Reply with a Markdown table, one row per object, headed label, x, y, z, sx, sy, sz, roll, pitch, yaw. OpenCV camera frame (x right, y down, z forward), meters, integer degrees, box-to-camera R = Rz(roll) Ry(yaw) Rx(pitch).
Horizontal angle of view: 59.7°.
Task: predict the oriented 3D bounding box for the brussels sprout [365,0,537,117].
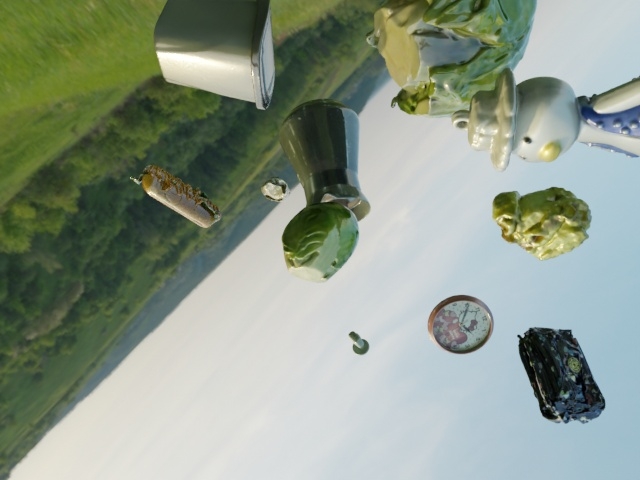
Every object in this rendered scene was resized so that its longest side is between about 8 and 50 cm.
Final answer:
| label | x | y | z | sx | sy | sz | roll | pitch | yaw |
| --- | --- | --- | --- | --- | --- | --- | --- | --- | --- |
| brussels sprout | 0.338 | -0.524 | 1.377 | 0.361 | 0.342 | 0.425 | -28 | 152 | -14 |

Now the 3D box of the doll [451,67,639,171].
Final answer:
| label | x | y | z | sx | sy | sz | roll | pitch | yaw |
| --- | --- | --- | --- | --- | --- | --- | --- | --- | --- |
| doll | 0.296 | -0.136 | 0.619 | 0.138 | 0.293 | 0.119 | 61 | 32 | -72 |

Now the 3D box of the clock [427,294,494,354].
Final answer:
| label | x | y | z | sx | sy | sz | roll | pitch | yaw |
| --- | --- | --- | --- | --- | --- | --- | --- | --- | --- |
| clock | 0.522 | 0.315 | 2.078 | 0.244 | 0.244 | 0.056 | -43 | -171 | 14 |

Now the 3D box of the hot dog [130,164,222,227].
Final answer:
| label | x | y | z | sx | sy | sz | roll | pitch | yaw |
| --- | --- | --- | --- | --- | --- | --- | --- | --- | --- |
| hot dog | -0.271 | -0.089 | 1.077 | 0.055 | 0.188 | 0.072 | -43 | -145 | 19 |

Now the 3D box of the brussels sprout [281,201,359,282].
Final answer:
| label | x | y | z | sx | sy | sz | roll | pitch | yaw |
| --- | --- | --- | --- | --- | --- | --- | --- | --- | --- |
| brussels sprout | 0.001 | -0.003 | 1.169 | 0.143 | 0.162 | 0.180 | 87 | 6 | -55 |

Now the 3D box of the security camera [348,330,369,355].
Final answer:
| label | x | y | z | sx | sy | sz | roll | pitch | yaw |
| --- | --- | --- | --- | --- | --- | --- | --- | --- | --- |
| security camera | 0.117 | 0.310 | 1.706 | 0.058 | 0.058 | 0.092 | -47 | 150 | -16 |

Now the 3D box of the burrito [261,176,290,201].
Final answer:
| label | x | y | z | sx | sy | sz | roll | pitch | yaw |
| --- | --- | --- | --- | --- | --- | --- | --- | --- | --- |
| burrito | -0.122 | -0.137 | 1.520 | 0.226 | 0.087 | 0.060 | -152 | -104 | -85 |

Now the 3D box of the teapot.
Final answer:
| label | x | y | z | sx | sy | sz | roll | pitch | yaw |
| --- | --- | --- | --- | --- | --- | --- | --- | --- | --- |
| teapot | 0.022 | -0.216 | 1.687 | 0.253 | 0.344 | 0.300 | -14 | 156 | 8 |

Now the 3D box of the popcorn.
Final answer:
| label | x | y | z | sx | sy | sz | roll | pitch | yaw |
| --- | --- | --- | --- | --- | --- | --- | --- | --- | --- |
| popcorn | 0.684 | -0.047 | 1.736 | 0.286 | 0.225 | 0.173 | 1 | -145 | 20 |

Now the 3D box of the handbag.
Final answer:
| label | x | y | z | sx | sy | sz | roll | pitch | yaw |
| --- | --- | --- | --- | --- | --- | --- | --- | --- | --- |
| handbag | 0.603 | 0.336 | 1.415 | 0.113 | 0.162 | 0.260 | 107 | -20 | -52 |

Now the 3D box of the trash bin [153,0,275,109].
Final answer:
| label | x | y | z | sx | sy | sz | roll | pitch | yaw |
| --- | --- | --- | --- | --- | --- | --- | --- | --- | --- |
| trash bin | -0.235 | -0.452 | 1.307 | 0.220 | 0.250 | 0.219 | 92 | 8 | -59 |
